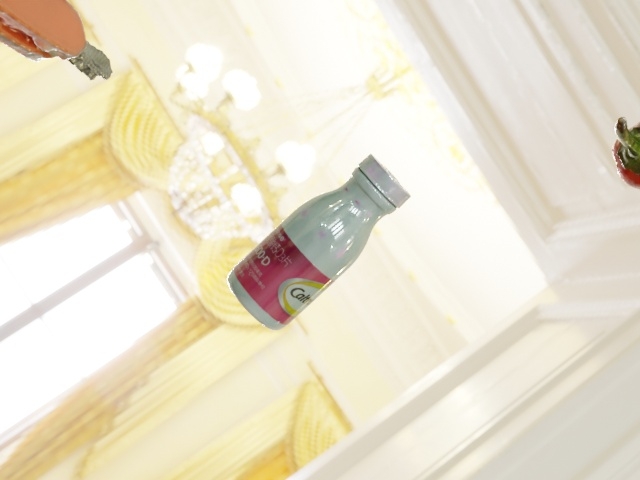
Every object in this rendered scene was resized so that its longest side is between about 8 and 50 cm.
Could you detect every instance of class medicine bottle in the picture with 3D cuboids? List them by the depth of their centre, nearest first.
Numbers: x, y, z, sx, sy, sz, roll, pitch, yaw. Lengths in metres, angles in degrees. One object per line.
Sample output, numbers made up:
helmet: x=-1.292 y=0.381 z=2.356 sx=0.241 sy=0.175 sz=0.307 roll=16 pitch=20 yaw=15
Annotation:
medicine bottle: x=0.000 y=0.000 z=1.152 sx=0.090 sy=0.216 sz=0.090 roll=46 pitch=8 yaw=-9

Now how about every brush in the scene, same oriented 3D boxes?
brush: x=-0.298 y=-0.227 z=1.026 sx=0.323 sy=0.051 sz=0.070 roll=40 pitch=45 yaw=-66

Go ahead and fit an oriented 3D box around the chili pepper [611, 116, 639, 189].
chili pepper: x=0.448 y=-0.111 z=1.138 sx=0.137 sy=0.368 sz=0.092 roll=105 pitch=-33 yaw=-48
